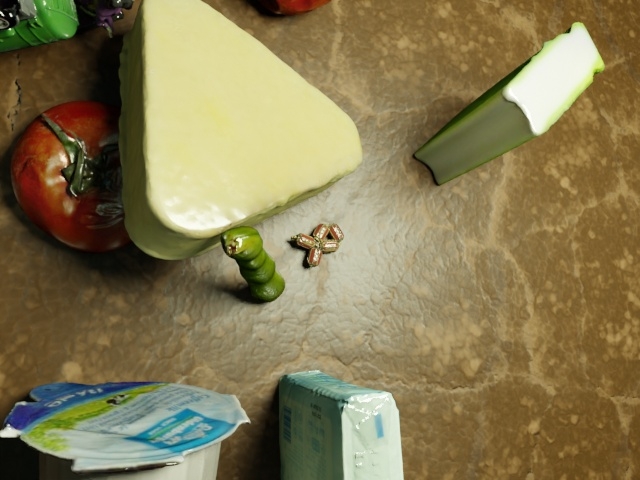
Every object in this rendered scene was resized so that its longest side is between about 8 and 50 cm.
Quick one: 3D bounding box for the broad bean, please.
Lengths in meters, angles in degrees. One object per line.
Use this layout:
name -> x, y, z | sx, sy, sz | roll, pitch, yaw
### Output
broad bean -> -0.087, 0.034, 0.683 | 0.052, 0.256, 0.052 | -5, 69, 3

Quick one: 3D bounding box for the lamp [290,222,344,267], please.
lamp -> 0.000, 0.000, 0.824 | 0.083, 0.031, 0.063 | -34, 93, -23

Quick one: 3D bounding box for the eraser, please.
eraser -> 0.297, -0.211, 0.826 | 0.210, 0.274, 0.092 | -42, 93, -20

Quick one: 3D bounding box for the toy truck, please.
toy truck -> -0.453, -0.294, 0.657 | 0.243, 0.125, 0.101 | -9, 85, 5

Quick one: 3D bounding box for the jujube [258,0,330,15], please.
jujube -> -0.012, -0.488, 0.839 | 0.250, 0.174, 0.174 | -44, 95, -9

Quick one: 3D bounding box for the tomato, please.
tomato -> -0.312, -0.097, 0.705 | 0.228, 0.101, 0.227 | 2, 83, -16

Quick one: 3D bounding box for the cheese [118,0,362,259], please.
cheese -> -0.145, -0.187, 0.714 | 0.384, 0.104, 0.383 | 16, 58, -29

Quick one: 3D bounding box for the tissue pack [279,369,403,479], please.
tissue pack -> 0.017, 0.273, 0.657 | 0.089, 0.263, 0.177 | 0, 81, -21

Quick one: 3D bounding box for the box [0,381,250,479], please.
box -> -0.249, 0.300, 0.604 | 0.291, 0.262, 0.206 | 4, 89, 21

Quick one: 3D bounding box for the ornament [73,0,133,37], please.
ornament -> -0.290, -0.336, 0.701 | 0.081, 0.203, 0.088 | -39, 129, -25
